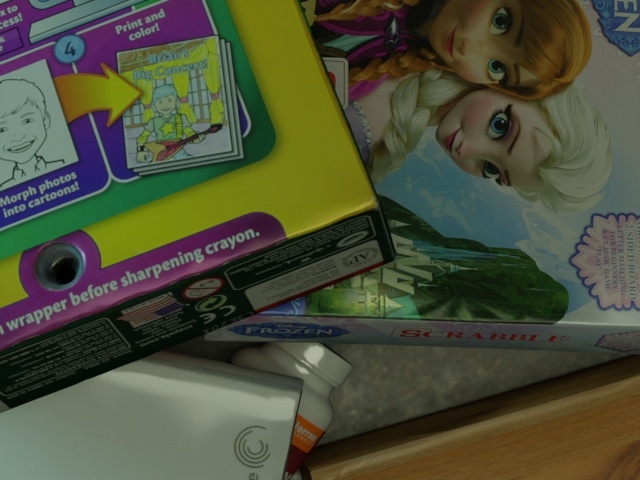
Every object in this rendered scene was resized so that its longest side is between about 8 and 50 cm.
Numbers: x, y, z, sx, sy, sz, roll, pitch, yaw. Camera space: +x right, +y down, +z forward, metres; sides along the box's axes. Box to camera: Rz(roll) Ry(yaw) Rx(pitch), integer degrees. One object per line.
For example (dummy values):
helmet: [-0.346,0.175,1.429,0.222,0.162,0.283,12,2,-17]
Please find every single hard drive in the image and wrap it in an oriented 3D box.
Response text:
hard drive: [-0.207,0.169,1.142,0.353,0.047,0.233,12,101,-1]

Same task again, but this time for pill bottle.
pill bottle: [-0.047,0.130,1.210,0.086,0.086,0.152,36,89,-12]

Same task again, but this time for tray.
tray: [0.206,0.199,1.271,0.411,0.076,0.202,-15,98,-9]

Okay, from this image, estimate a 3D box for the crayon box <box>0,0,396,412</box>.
crayon box: [-0.179,-0.074,1.059,0.363,0.106,0.313,-21,68,1]

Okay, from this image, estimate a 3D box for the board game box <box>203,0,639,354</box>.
board game box: [0.085,-0.088,1.150,0.318,0.066,0.318,2,72,-6]
